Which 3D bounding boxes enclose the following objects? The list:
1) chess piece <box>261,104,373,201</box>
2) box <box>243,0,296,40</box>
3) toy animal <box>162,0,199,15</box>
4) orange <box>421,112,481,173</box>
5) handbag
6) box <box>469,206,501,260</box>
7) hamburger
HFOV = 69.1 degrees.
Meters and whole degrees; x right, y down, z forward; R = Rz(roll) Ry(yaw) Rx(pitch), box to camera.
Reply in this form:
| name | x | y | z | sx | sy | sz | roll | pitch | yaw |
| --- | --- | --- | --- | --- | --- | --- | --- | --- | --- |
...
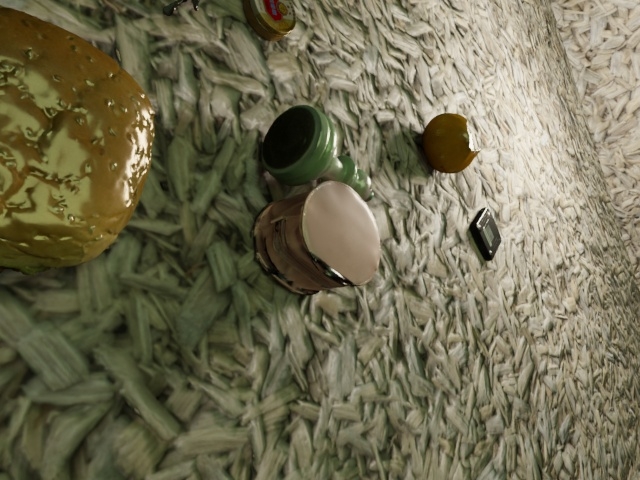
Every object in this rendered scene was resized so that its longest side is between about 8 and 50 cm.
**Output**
| name | x | y | z | sx | sy | sz | roll | pitch | yaw |
| --- | --- | --- | --- | --- | --- | --- | --- | --- | --- |
| chess piece | 0.024 | -0.132 | 0.876 | 0.272 | 0.139 | 0.139 | 26 | 62 | -51 |
| box | -0.095 | -0.434 | 0.880 | 0.106 | 0.037 | 0.105 | 13 | 71 | -42 |
| toy animal | -0.202 | -0.447 | 0.775 | 0.202 | 0.070 | 0.105 | -50 | 127 | -42 |
| orange | 0.335 | -0.248 | 1.187 | 0.157 | 0.134 | 0.156 | -3 | 95 | -41 |
| handbag | -0.001 | 0.000 | 0.804 | 0.205 | 0.116 | 0.179 | 38 | 56 | -32 |
| box | 0.483 | -0.021 | 1.345 | 0.125 | 0.027 | 0.126 | -45 | 111 | -41 |
| hamburger | -0.320 | -0.103 | 0.505 | 0.260 | 0.145 | 0.283 | 19 | 72 | -43 |
